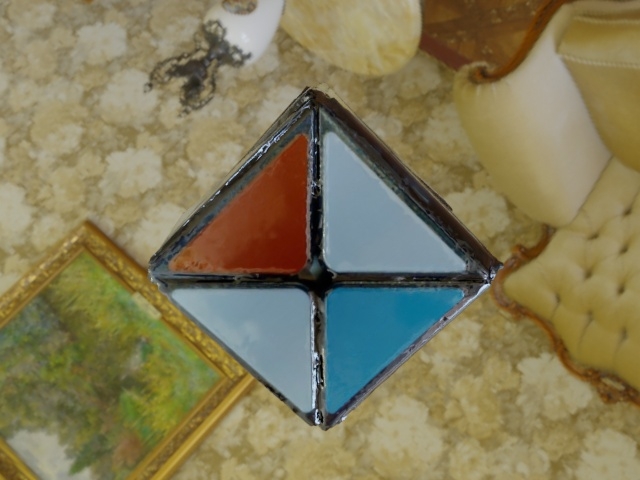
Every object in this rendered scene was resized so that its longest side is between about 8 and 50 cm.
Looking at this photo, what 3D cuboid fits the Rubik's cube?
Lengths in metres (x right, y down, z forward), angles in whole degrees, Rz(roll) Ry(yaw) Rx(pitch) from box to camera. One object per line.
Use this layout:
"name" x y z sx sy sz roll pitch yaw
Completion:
"Rubik's cube" 0.000 0.000 0.787 0.246 0.250 0.248 43 -168 -11
